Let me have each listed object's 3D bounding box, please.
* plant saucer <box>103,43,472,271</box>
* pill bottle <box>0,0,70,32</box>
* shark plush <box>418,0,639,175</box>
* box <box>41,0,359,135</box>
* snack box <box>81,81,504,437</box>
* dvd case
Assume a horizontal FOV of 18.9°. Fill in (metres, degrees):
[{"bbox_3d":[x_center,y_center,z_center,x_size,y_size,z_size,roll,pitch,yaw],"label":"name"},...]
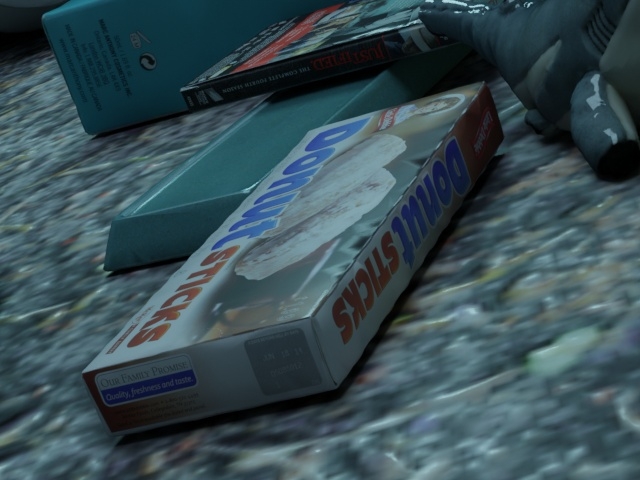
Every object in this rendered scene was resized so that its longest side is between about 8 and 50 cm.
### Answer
[{"bbox_3d":[-0.008,-0.039,0.683,0.067,0.018,0.192,-11,17,29],"label":"plant saucer"},{"bbox_3d":[-0.220,-0.236,1.334,0.176,0.176,0.318,-23,16,-9],"label":"pill bottle"},{"bbox_3d":[0.083,-0.072,0.580,0.073,0.067,0.161,-24,16,-10],"label":"shark plush"},{"bbox_3d":[0.007,-0.114,0.839,0.244,0.060,0.100,-13,17,27],"label":"box"},{"bbox_3d":[0.000,0.000,0.528,0.064,0.022,0.178,-15,16,24],"label":"snack box"},{"bbox_3d":[0.015,-0.080,0.737,0.119,0.013,0.087,-14,16,29],"label":"dvd case"}]
